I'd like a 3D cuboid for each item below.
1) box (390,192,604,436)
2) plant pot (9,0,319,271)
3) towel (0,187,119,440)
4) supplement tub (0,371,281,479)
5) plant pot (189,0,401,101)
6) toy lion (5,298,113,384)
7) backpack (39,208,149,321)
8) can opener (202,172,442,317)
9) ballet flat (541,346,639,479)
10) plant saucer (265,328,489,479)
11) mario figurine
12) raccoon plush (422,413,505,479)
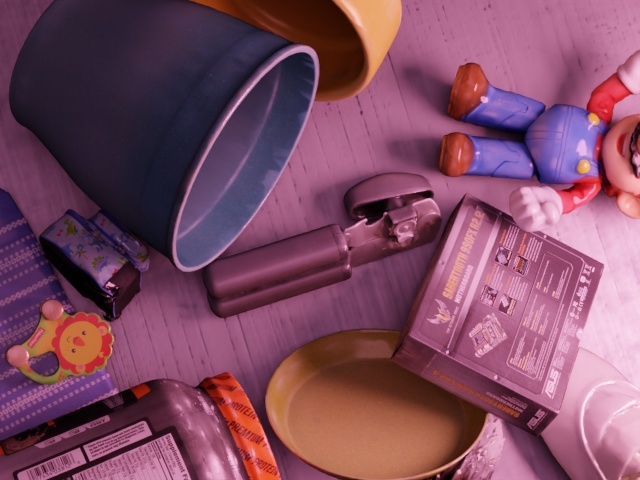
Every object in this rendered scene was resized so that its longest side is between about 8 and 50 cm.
[{"bbox_3d":[0.199,0.078,1.709,0.183,0.056,0.231,27,49,-2],"label":"box"},{"bbox_3d":[-0.180,-0.147,1.664,0.255,0.271,0.271,31,80,14],"label":"plant pot"},{"bbox_3d":[-0.378,0.137,1.712,0.243,0.040,0.336,-28,87,-11],"label":"towel"},{"bbox_3d":[-0.221,0.272,1.600,0.338,0.207,0.207,-21,85,-15],"label":"supplement tub"},{"bbox_3d":[-0.007,-0.323,1.717,0.254,0.254,0.239,29,64,-1],"label":"plant pot"},{"bbox_3d":[-0.280,0.117,1.697,0.096,0.034,0.100,38,78,-10],"label":"toy lion"},{"bbox_3d":[-0.246,0.016,1.704,0.114,0.105,0.084,39,73,8],"label":"backpack"},{"bbox_3d":[0.000,0.000,1.758,0.284,0.076,0.095,-17,52,-7],"label":"can opener"},{"bbox_3d":[0.372,0.274,1.713,0.139,0.139,0.400,-31,86,-9],"label":"ballet flat"},{"bbox_3d":[0.061,0.186,1.681,0.241,0.241,0.037,2,127,-1],"label":"plant saucer"},{"bbox_3d":[0.300,-0.117,1.739,0.321,0.170,0.198,10,116,3],"label":"mario figurine"},{"bbox_3d":[0.065,0.351,1.579,0.216,0.299,0.446,23,80,-8],"label":"raccoon plush"}]
